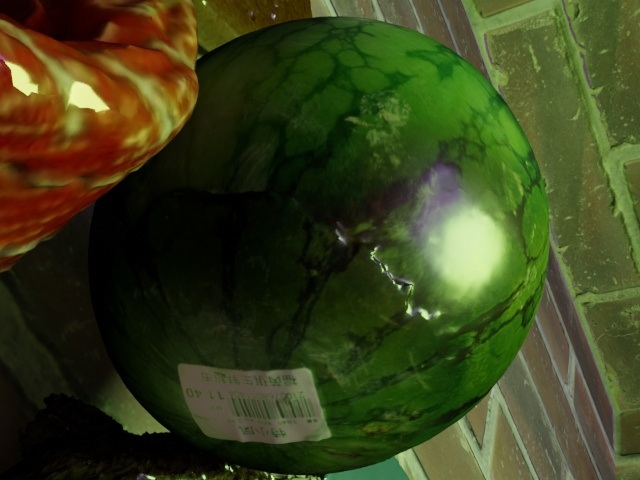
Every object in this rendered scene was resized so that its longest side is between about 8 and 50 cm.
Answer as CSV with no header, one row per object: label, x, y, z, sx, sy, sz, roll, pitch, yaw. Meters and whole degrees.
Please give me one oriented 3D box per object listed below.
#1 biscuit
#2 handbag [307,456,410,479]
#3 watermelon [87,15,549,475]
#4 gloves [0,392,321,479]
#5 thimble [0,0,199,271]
biscuit,-0.131,-0.389,1.149,0.394,0.070,0.351,18,59,-61
handbag,0.061,0.348,1.175,0.221,0.057,0.144,62,34,-27
watermelon,0.000,0.000,0.652,0.363,0.363,0.363,40,43,-51
gloves,-0.135,0.213,0.698,0.312,0.210,0.135,43,56,-59
thimble,-0.254,-0.129,0.479,0.350,0.230,0.350,42,24,-24
